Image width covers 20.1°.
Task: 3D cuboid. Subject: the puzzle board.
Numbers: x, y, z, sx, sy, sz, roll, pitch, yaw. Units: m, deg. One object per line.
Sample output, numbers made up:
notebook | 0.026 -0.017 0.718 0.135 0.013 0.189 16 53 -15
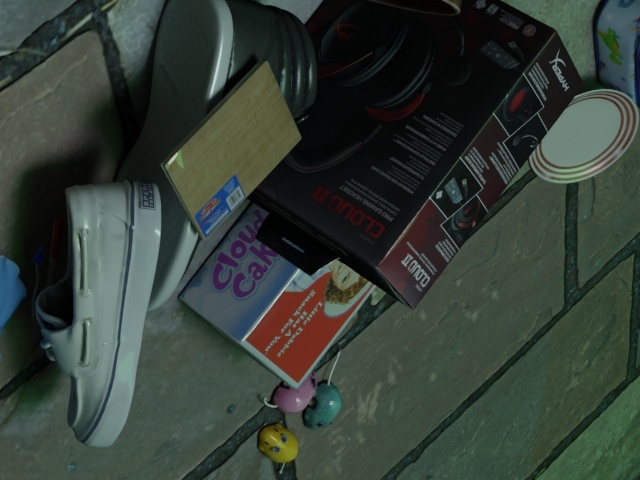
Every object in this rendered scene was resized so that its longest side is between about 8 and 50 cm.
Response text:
puzzle board | -0.073 -0.075 1.478 0.128 0.011 0.096 -48 141 -20

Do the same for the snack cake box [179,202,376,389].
snack cake box | 0.000 0.000 1.765 0.264 0.089 0.152 -52 152 -5

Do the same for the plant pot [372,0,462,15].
plant pot | 0.038 -0.320 1.424 0.215 0.215 0.230 14 93 -58

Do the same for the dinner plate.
dinner plate | 0.307 -0.125 2.114 0.141 0.017 0.141 -15 138 -14

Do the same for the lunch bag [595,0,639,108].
lunch bag | 0.419 -0.264 2.108 0.219 0.090 0.176 -44 151 -18

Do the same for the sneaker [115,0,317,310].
sneaker | -0.085 -0.075 1.551 0.147 0.104 0.295 -7 121 -46

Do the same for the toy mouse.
toy mouse | -0.012 0.182 1.982 0.143 0.031 0.161 -49 149 -11

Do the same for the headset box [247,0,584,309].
headset box | 0.058 -0.097 1.624 0.293 0.218 0.110 -52 149 -5

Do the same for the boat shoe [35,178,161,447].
boat shoe | -0.195 0.065 1.507 0.088 0.096 0.267 3 130 -17

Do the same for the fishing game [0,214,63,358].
fishing game | -0.312 0.083 1.453 0.264 0.041 0.189 -38 154 -39
